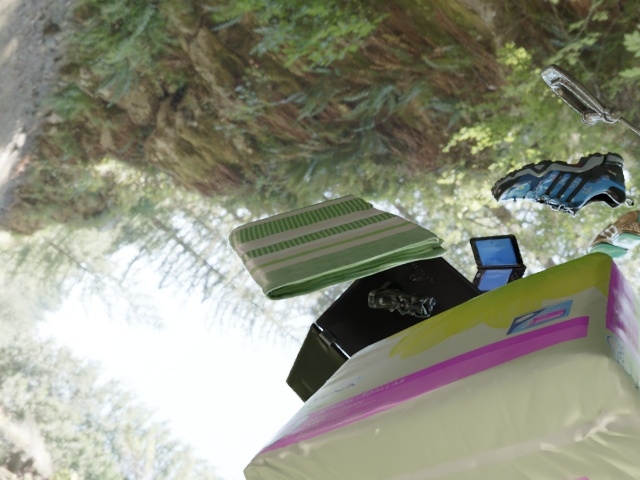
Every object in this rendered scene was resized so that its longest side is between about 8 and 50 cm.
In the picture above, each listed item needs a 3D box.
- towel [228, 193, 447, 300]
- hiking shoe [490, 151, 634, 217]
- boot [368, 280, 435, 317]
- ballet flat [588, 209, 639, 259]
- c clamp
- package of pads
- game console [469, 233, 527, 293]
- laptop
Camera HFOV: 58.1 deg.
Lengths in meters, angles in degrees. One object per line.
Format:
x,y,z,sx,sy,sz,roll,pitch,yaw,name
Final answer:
0.000,0.000,0.846,0.248,0.038,0.325,-15,-162,-15,towel
0.560,-0.117,1.357,0.304,0.113,0.131,-11,-107,17,hiking shoe
0.149,0.102,0.993,0.099,0.045,0.121,5,-174,29,boot
0.622,-0.010,1.198,0.206,0.073,0.067,88,24,-75,ballet flat
0.316,-0.160,0.683,0.022,0.137,0.160,-50,-178,18,c clamp
0.110,0.126,0.469,0.297,0.101,0.229,-29,179,30,package of pads
0.350,0.053,1.185,0.122,0.071,0.107,-7,-133,57,game console
0.174,0.272,1.174,0.236,0.382,0.407,-32,157,-37,laptop
